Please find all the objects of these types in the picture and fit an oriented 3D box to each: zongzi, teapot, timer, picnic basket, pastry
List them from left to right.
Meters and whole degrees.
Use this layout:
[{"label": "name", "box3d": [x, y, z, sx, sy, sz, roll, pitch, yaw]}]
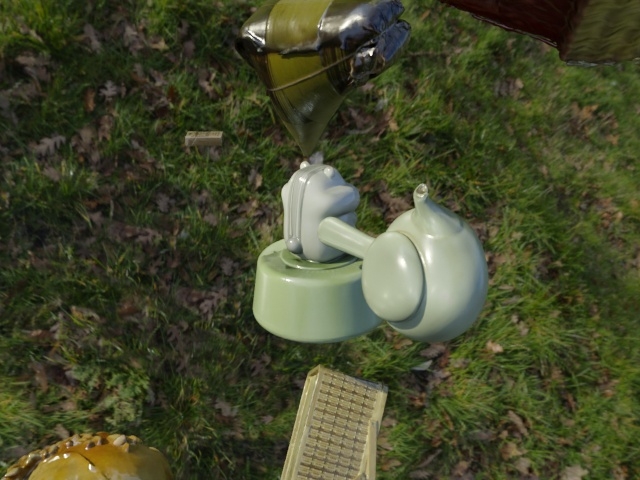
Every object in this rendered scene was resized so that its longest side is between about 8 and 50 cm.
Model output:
[{"label": "pastry", "box3d": [-0.308, 0.357, 0.594, 0.184, 0.284, 0.316, 39, 30, -14]}, {"label": "timer", "box3d": [0.000, 0.000, 1.080, 0.290, 0.291, 0.315, -8, 112, -17]}, {"label": "picnic basket", "box3d": [0.029, 0.459, 1.196, 0.175, 0.228, 0.313, 17, 70, -3]}, {"label": "zongzi", "box3d": [0.033, -0.258, 0.927, 0.289, 0.317, 0.154, 20, 57, 38]}, {"label": "teapot", "box3d": [0.118, 0.050, 0.854, 0.149, 0.318, 0.220, 4, 80, -28]}]

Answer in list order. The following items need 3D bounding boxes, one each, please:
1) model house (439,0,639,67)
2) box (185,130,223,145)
[{"label": "model house", "box3d": [0.226, -0.243, 0.399, 0.254, 0.196, 0.160, 29, 88, 13]}, {"label": "box", "box3d": [-0.271, -0.239, 1.253, 0.083, 0.053, 0.024, 0, 115, -6]}]
